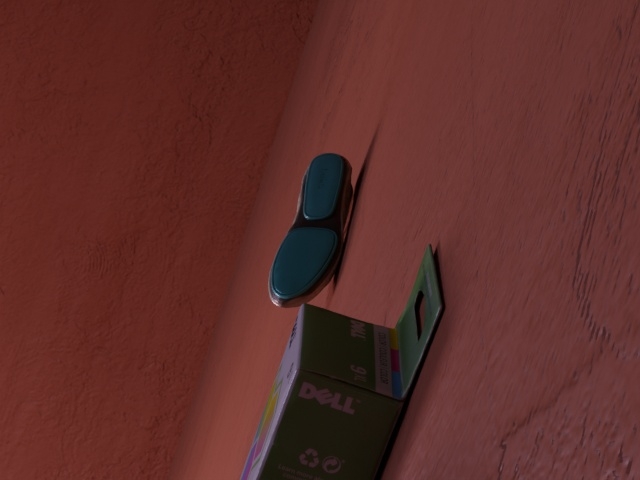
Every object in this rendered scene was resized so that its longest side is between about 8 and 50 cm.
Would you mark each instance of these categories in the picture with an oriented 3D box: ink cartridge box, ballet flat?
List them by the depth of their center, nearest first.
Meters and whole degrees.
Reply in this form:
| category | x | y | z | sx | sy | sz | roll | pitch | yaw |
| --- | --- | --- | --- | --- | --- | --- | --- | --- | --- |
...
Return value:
| category | x | y | z | sx | sy | sz | roll | pitch | yaw |
| --- | --- | --- | --- | --- | --- | --- | --- | --- | --- |
| ink cartridge box | 0.001 | 0.102 | 1.002 | 0.109 | 0.062 | 0.209 | -85 | 15 | -73 |
| ballet flat | 0.000 | 0.000 | 1.548 | 0.052 | 0.057 | 0.168 | 71 | -150 | -48 |
